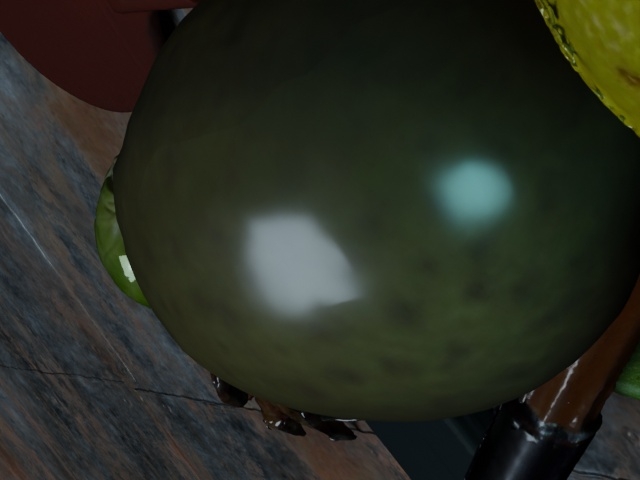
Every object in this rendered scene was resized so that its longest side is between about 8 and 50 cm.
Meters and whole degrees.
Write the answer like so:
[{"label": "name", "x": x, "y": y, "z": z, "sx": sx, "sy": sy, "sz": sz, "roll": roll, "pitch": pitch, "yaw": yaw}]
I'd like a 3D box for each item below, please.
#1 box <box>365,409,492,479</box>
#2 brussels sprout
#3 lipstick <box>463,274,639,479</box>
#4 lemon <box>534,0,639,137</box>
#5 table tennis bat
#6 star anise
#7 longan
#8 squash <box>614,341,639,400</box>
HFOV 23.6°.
[{"label": "box", "x": 0.132, "y": 0.212, "z": 1.523, "sx": 0.230, "sy": 0.050, "sz": 0.160, "roll": 53, "pitch": 152, "yaw": -13}, {"label": "brussels sprout", "x": -0.152, "y": -0.006, "z": 1.542, "sx": 0.131, "sy": 0.145, "sz": 0.183, "roll": -21, "pitch": 119, "yaw": 32}, {"label": "lipstick", "x": 0.189, "y": 0.087, "z": 1.127, "sx": 0.077, "sy": 0.077, "sz": 0.418, "roll": 36, "pitch": 131, "yaw": 20}, {"label": "lemon", "x": 0.217, "y": -0.151, "z": 0.674, "sx": 0.310, "sy": 0.258, "sz": 0.258, "roll": 61, "pitch": 153, "yaw": 3}, {"label": "table tennis bat", "x": -0.221, "y": -0.231, "z": 1.425, "sx": 0.415, "sy": 0.051, "sz": 0.268, "roll": 5, "pitch": 133, "yaw": 54}, {"label": "star anise", "x": -0.063, "y": 0.151, "z": 1.662, "sx": 0.272, "sy": 0.102, "sz": 0.272, "roll": 33, "pitch": 152, "yaw": 20}, {"label": "longan", "x": 0.042, "y": -0.046, "z": 0.982, "sx": 0.361, "sy": 0.361, "sz": 0.361, "roll": 34, "pitch": 150, "yaw": 22}, {"label": "squash", "x": 0.269, "y": 0.092, "z": 1.147, "sx": 0.219, "sy": 0.068, "sz": 0.077, "roll": 8, "pitch": 126, "yaw": 51}]
